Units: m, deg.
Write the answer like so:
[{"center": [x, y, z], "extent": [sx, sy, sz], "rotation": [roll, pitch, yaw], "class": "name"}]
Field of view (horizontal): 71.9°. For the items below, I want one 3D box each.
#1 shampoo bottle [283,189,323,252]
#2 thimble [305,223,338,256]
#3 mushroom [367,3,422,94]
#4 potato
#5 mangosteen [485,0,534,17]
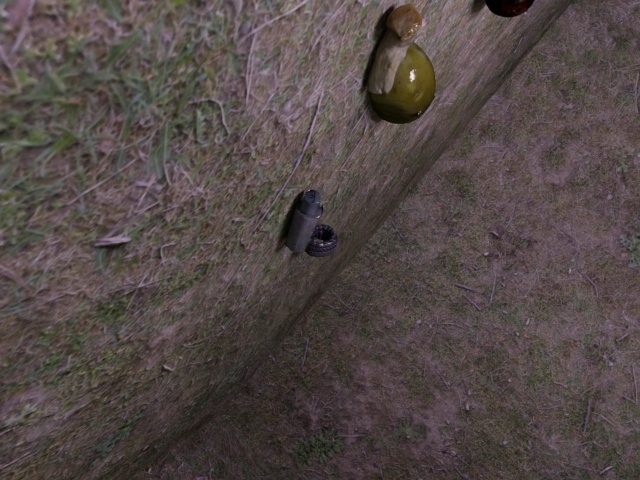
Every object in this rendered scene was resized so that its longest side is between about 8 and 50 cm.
[{"center": [-0.042, -0.049, 1.144], "extent": [0.072, 0.072, 0.214], "rotation": [-41, 166, -33], "class": "shampoo bottle"}, {"center": [-0.002, 0.000, 1.384], "extent": [0.104, 0.095, 0.066], "rotation": [-4, 137, -19], "class": "thimble"}, {"center": [0.132, -0.351, 0.846], "extent": [0.054, 0.059, 0.202], "rotation": [-60, 178, -29], "class": "mushroom"}, {"center": [0.210, -0.344, 1.025], "extent": [0.160, 0.111, 0.271], "rotation": [-48, 167, 8], "class": "potato"}, {"center": [0.468, -0.624, 1.079], "extent": [0.140, 0.140, 0.140], "rotation": [-46, 167, -13], "class": "mangosteen"}]
